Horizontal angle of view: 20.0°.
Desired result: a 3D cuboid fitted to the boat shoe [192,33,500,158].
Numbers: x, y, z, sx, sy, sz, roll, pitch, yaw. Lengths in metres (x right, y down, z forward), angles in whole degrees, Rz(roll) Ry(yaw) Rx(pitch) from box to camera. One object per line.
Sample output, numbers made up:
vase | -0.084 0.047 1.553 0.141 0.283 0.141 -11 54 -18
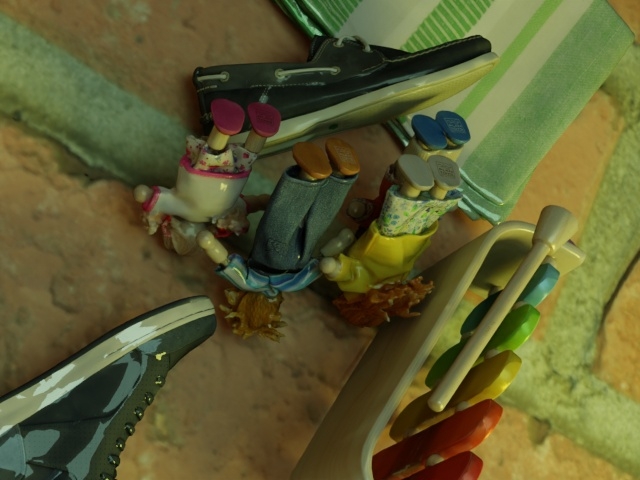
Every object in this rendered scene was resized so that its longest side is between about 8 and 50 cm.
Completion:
boat shoe | 0.021 -0.122 1.347 0.233 0.084 0.079 -15 80 -10

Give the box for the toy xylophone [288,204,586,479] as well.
toy xylophone | 0.092 0.100 1.299 0.081 0.236 0.322 40 63 -10

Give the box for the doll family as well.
doll family | 0.000 0.000 1.304 0.263 0.163 0.118 2 44 -29

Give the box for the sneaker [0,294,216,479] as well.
sneaker | -0.137 0.150 1.230 0.226 0.086 0.163 -32 89 -20

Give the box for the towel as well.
towel | 0.095 -0.202 1.451 0.325 0.038 0.248 46 63 -16
